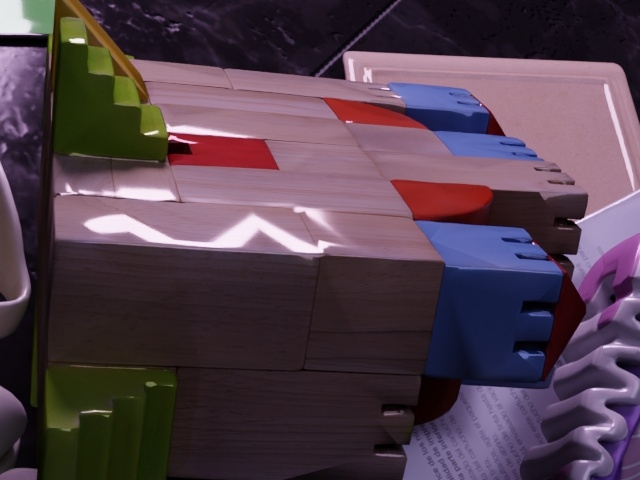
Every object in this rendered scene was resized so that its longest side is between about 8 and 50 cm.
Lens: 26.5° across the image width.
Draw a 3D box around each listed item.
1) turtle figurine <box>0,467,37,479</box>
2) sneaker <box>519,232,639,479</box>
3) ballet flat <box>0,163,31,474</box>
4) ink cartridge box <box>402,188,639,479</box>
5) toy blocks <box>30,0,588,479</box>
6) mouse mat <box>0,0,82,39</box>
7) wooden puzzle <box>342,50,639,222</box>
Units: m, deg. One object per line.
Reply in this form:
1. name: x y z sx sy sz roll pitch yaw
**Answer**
1. turtle figurine: -0.099 0.230 0.493 0.198 0.274 0.266 60 28 -28
2. sneaker: 0.157 0.116 0.671 0.104 0.095 0.236 27 71 -7
3. ballet flat: -0.218 0.027 0.627 0.182 0.164 0.483 20 40 -31
4. ink cartridge box: 0.163 0.159 0.738 0.330 0.071 0.324 -26 79 -13
5. toy blocks: 0.000 0.000 0.646 0.261 0.191 0.381 4 20 -13
6. mouse mat: -0.257 -0.189 0.900 0.189 0.007 0.152 -6 57 -37
7. wooden puzzle: 0.133 -0.052 0.987 0.221 0.044 0.239 2 47 -9
